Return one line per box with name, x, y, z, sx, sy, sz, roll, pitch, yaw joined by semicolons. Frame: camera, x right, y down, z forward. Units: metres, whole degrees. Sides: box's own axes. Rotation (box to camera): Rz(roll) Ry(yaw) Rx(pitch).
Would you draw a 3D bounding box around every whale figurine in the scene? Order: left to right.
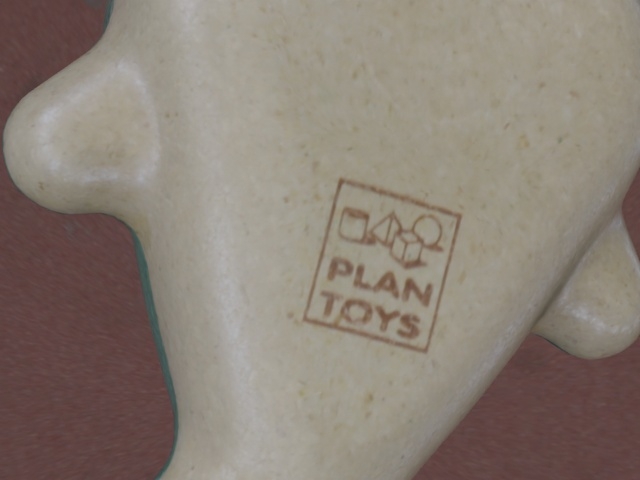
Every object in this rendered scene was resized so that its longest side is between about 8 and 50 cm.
whale figurine;0.000;0.000;0.477;0.216;0.141;0.272;14;81;-17
